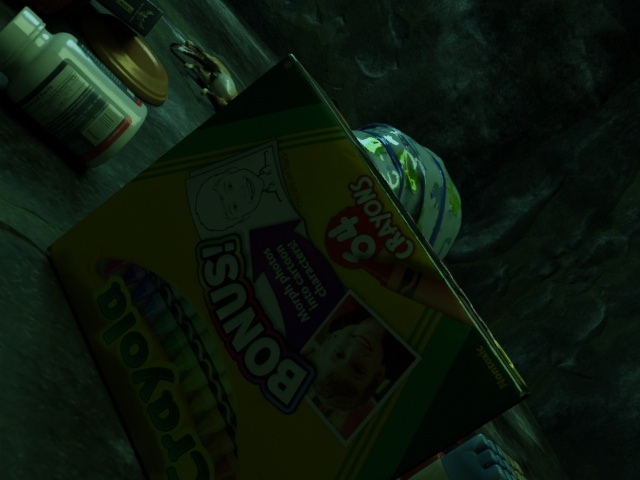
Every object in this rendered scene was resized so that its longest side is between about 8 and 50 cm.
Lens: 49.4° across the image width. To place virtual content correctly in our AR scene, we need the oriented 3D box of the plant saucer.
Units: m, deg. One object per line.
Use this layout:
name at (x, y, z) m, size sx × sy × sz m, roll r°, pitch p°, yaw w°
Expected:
plant saucer at (-0.343, -0.333, 1.254) m, size 0.200 × 0.037 × 0.200 m, roll 49°, pitch 15°, yaw -18°

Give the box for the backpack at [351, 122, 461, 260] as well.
backpack at (0.045, -0.005, 1.054) m, size 0.273 × 0.355 × 0.290 m, roll 37°, pitch 22°, yaw -47°

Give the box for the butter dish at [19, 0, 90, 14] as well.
butter dish at (-0.409, -0.393, 1.013) m, size 0.160 × 0.159 × 0.118 m, roll 46°, pitch 52°, yaw -32°

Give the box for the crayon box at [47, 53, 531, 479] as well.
crayon box at (-0.046, 0.069, 0.644) m, size 0.363 × 0.313 × 0.106 m, roll 58°, pitch 11°, yaw 20°

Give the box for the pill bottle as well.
pill bottle at (-0.309, -0.184, 0.838) m, size 0.180 × 0.108 × 0.108 m, roll 46°, pitch 15°, yaw -29°

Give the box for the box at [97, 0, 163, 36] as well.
box at (-0.370, -0.439, 1.213) m, size 0.183 × 0.059 × 0.233 m, roll 37°, pitch 6°, yaw -23°

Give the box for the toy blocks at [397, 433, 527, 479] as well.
toy blocks at (0.109, 0.304, 0.692) m, size 0.191 × 0.261 × 0.381 m, roll 42°, pitch 17°, yaw -40°

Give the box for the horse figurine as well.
horse figurine at (-0.241, -0.357, 1.596) m, size 0.263 × 0.066 × 0.174 m, roll 57°, pitch 14°, yaw 15°
